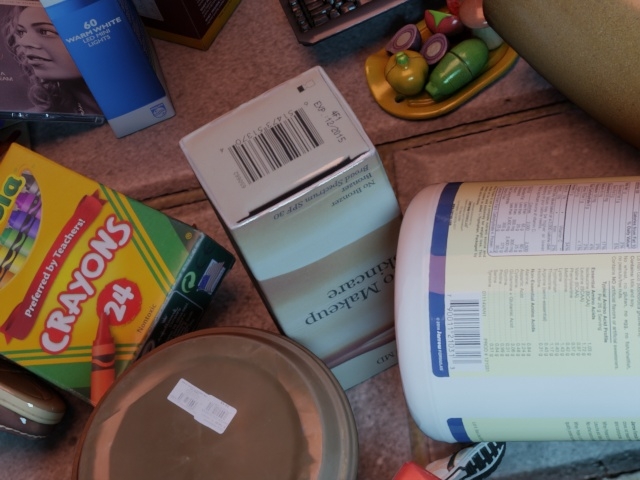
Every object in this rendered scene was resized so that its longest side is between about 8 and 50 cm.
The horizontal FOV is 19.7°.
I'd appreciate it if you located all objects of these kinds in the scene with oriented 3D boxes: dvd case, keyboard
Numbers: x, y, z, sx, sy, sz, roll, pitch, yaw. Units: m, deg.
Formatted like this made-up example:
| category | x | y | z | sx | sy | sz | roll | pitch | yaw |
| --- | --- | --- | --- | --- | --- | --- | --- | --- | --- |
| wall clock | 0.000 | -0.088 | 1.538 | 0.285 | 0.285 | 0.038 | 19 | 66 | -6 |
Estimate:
| category | x | y | z | sx | sy | sz | roll | pitch | yaw |
| --- | --- | --- | --- | --- | --- | --- | --- | --- | --- |
| dvd case | -0.351 | -0.212 | 2.101 | 0.164 | 0.018 | 0.221 | 0 | 42 | -30 |
| keyboard | 0.099 | -0.331 | 2.060 | 0.317 | 0.033 | 0.201 | -25 | 36 | 1 |

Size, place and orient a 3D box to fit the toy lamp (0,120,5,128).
| category | x | y | z | sx | sy | sz | roll | pitch | yaw |
| --- | --- | --- | --- | --- | --- | --- | --- | --- | --- |
| toy lamp | -0.447 | -0.209 | 2.143 | 0.080 | 0.080 | 0.275 | -38 | 52 | -10 |

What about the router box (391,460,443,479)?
| category | x | y | z | sx | sy | sz | roll | pitch | yaw |
| --- | --- | --- | --- | --- | --- | --- | --- | --- | --- |
| router box | 0.103 | 0.393 | 1.472 | 0.301 | 0.082 | 0.335 | 29 | 68 | 20 |

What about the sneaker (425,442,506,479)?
| category | x | y | z | sx | sy | sz | roll | pitch | yaw |
| --- | --- | --- | --- | --- | --- | --- | --- | --- | --- |
| sneaker | 0.122 | 0.206 | 1.672 | 0.109 | 0.040 | 0.044 | -37 | 42 | -15 |

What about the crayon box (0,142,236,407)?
| category | x | y | z | sx | sy | sz | roll | pitch | yaw |
| --- | --- | --- | --- | --- | --- | --- | --- | --- | --- |
| crayon box | -0.269 | 0.034 | 1.874 | 0.318 | 0.081 | 0.202 | 24 | 82 | 30 |

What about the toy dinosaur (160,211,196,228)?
| category | x | y | z | sx | sy | sz | roll | pitch | yaw |
| --- | --- | --- | --- | --- | --- | --- | --- | --- | --- |
| toy dinosaur | -0.190 | 0.005 | 1.942 | 0.082 | 0.090 | 0.047 | -28 | 56 | 44 |

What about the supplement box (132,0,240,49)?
| category | x | y | z | sx | sy | sz | roll | pitch | yaw |
| --- | --- | --- | --- | --- | --- | --- | --- | --- | --- |
| supplement box | -0.163 | -0.361 | 2.093 | 0.129 | 0.194 | 0.191 | 18 | 62 | 29 |

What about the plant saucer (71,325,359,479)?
| category | x | y | z | sx | sy | sz | roll | pitch | yaw |
| --- | --- | --- | --- | --- | --- | --- | --- | --- | --- |
| plant saucer | -0.102 | 0.199 | 1.636 | 0.278 | 0.041 | 0.278 | -9 | 61 | 17 |

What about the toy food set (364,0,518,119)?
| category | x | y | z | sx | sy | sz | roll | pitch | yaw |
| --- | --- | --- | --- | --- | --- | --- | --- | --- | --- |
| toy food set | 0.143 | -0.224 | 1.963 | 0.218 | 0.071 | 0.128 | -36 | 51 | -9 |

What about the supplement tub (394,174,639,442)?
| category | x | y | z | sx | sy | sz | roll | pitch | yaw |
| --- | --- | --- | --- | --- | --- | --- | --- | --- | --- |
| supplement tub | 0.243 | 0.060 | 1.606 | 0.325 | 0.235 | 0.235 | -2 | 54 | 15 |

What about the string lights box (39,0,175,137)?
| category | x | y | z | sx | sy | sz | roll | pitch | yaw |
| --- | --- | --- | --- | --- | --- | --- | --- | --- | --- |
| string lights box | -0.245 | -0.248 | 1.996 | 0.077 | 0.259 | 0.133 | -22 | 50 | 2 |

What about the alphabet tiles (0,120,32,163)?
| category | x | y | z | sx | sy | sz | roll | pitch | yaw |
| --- | --- | --- | --- | --- | --- | --- | --- | --- | --- |
| alphabet tiles | -0.503 | -0.097 | 2.136 | 0.342 | 0.011 | 0.285 | -20 | 51 | 4 |

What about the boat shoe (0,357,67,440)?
| category | x | y | z | sx | sy | sz | roll | pitch | yaw |
| --- | --- | --- | --- | --- | --- | --- | --- | --- | --- |
| boat shoe | -0.416 | 0.161 | 1.864 | 0.342 | 0.123 | 0.123 | 15 | 91 | 20 |

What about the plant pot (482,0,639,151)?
| category | x | y | z | sx | sy | sz | roll | pitch | yaw |
| --- | --- | --- | --- | --- | --- | --- | --- | --- | --- |
| plant pot | 0.323 | -0.194 | 1.801 | 0.237 | 0.237 | 0.254 | -30 | 65 | -4 |

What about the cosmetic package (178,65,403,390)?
| category | x | y | z | sx | sy | sz | roll | pitch | yaw |
| --- | --- | --- | --- | --- | --- | --- | --- | --- | --- |
| cosmetic package | 0.000 | 0.000 | 1.703 | 0.153 | 0.296 | 0.129 | -30 | 52 | -2 |
